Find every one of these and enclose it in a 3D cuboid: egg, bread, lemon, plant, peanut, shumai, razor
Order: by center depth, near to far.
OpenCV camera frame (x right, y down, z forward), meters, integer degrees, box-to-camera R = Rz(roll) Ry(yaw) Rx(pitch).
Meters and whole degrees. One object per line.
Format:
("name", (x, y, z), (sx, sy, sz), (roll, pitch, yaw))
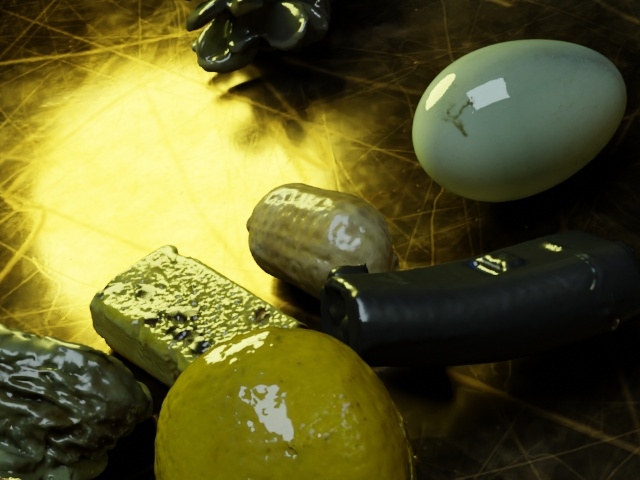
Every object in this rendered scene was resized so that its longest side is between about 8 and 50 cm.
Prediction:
("lemon", (-0.030, 0.226, 1.710), (0.253, 0.253, 0.310), (-23, 69, -6))
("razor", (0.166, 0.066, 1.868), (0.326, 0.107, 0.189), (-9, 10, -15))
("shumai", (-0.320, 0.207, 1.932), (0.255, 0.189, 0.218), (12, 65, 11))
("bread", (-0.113, 0.117, 2.002), (0.138, 0.077, 0.361), (-38, 43, -24))
("peanut", (0.000, 0.000, 2.062), (0.129, 0.129, 0.224), (-40, 43, -24))
("egg", (0.234, -0.144, 2.093), (0.264, 0.183, 0.183), (-19, 39, -11))
("plant", (-0.076, -0.367, 2.461), (0.199, 0.188, 0.276), (1, 43, 23))

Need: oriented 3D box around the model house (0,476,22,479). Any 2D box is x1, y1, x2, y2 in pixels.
("model house", (-0.307, 0.349, 1.650), (0.160, 0.254, 0.196), (12, 36, 21))
